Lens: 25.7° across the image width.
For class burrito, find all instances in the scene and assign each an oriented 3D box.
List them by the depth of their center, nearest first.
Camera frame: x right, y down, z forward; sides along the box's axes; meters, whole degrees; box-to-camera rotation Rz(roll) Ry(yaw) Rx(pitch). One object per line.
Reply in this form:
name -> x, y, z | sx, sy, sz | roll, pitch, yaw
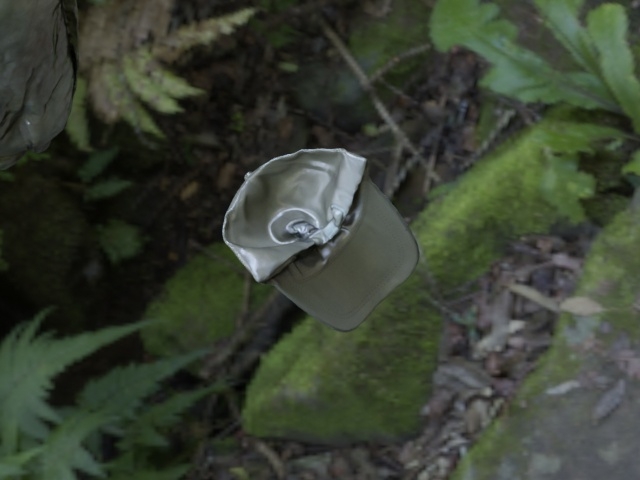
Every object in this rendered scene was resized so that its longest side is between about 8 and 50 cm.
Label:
burrito -> -0.105, -0.084, 0.467 | 0.045, 0.058, 0.188 | 45, 150, 21

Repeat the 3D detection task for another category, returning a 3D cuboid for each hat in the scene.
hat -> 0.000, 0.000, 1.480 | 0.166, 0.173, 0.144 | -45, 56, -7
